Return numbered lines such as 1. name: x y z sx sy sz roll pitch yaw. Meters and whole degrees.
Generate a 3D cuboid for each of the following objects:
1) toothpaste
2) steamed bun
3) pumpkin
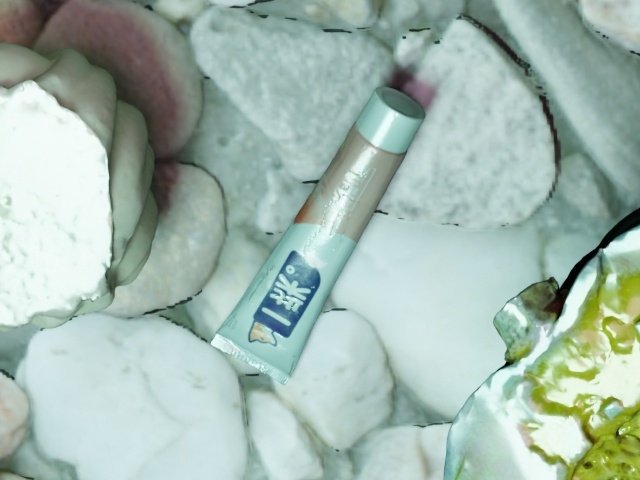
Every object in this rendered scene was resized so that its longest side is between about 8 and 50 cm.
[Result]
1. toothpaste: 0.000 0.000 0.881 0.056 0.036 0.205 31 116 1
2. steamed bun: -0.178 -0.032 0.868 0.182 0.106 0.183 3 112 8
3. pumpkin: 0.223 0.101 0.786 0.263 0.197 0.293 46 118 7
